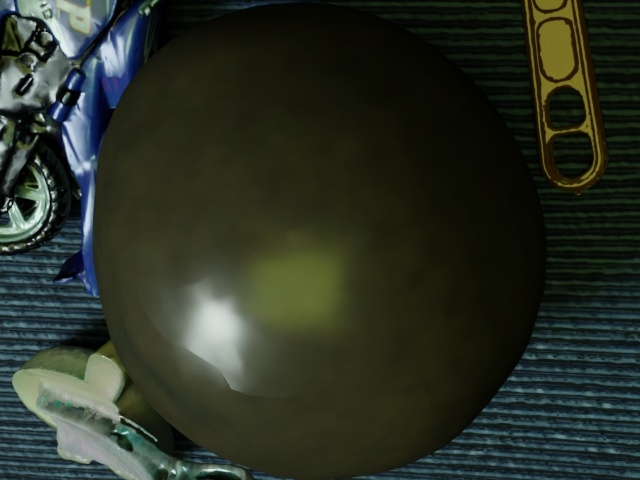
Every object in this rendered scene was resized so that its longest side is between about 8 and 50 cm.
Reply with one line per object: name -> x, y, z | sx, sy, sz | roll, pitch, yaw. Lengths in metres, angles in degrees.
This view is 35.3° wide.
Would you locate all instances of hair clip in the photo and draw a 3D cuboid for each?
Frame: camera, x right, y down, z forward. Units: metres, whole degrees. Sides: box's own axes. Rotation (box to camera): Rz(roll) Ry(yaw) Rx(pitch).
hair clip -> -0.127, 0.123, 0.642 | 0.219, 0.071, 0.159 | 23, 141, 37

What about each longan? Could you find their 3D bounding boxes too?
longan -> 0.000, 0.000, 0.553 | 0.258, 0.258, 0.258 | 2, 103, 9

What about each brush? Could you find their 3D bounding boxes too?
brush -> 0.133, -0.179, 0.601 | 0.090, 0.017, 0.314 | -9, 102, 11

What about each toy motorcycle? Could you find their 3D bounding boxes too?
toy motorcycle -> -0.151, -0.115, 0.617 | 0.169, 0.113, 0.315 | 13, 114, -3
